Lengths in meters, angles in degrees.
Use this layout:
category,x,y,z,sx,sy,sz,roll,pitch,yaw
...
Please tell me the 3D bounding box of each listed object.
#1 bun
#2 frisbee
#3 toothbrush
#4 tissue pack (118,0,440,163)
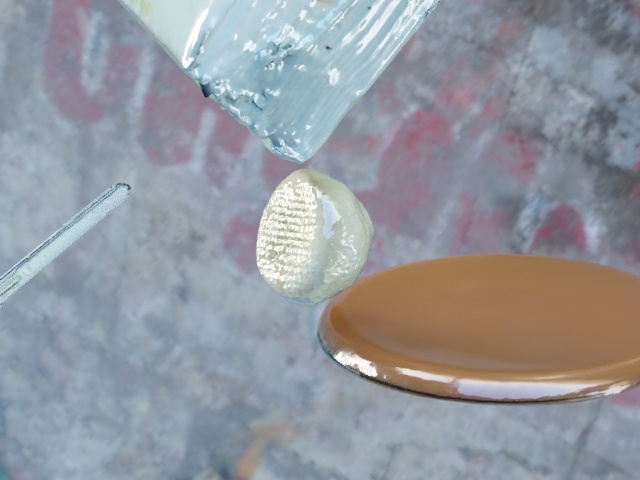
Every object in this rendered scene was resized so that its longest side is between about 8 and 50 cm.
category,x,y,z,sx,sy,sz,roll,pitch,yaw
bun,0.000,0.000,0.939,0.086,0.055,0.086,-16,69,51
frisbee,0.122,0.052,0.997,0.251,0.251,0.021,8,110,27
toothbrush,-0.300,0.037,1.485,0.026,0.294,0.028,49,163,2
tissue pack,-0.037,-0.263,1.257,0.162,0.388,0.287,36,96,-30
